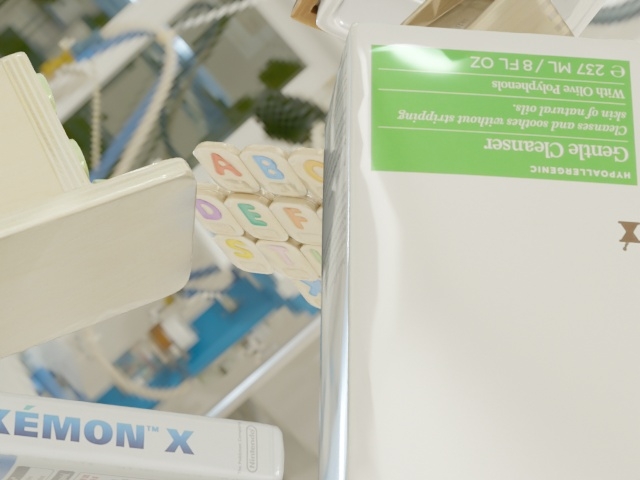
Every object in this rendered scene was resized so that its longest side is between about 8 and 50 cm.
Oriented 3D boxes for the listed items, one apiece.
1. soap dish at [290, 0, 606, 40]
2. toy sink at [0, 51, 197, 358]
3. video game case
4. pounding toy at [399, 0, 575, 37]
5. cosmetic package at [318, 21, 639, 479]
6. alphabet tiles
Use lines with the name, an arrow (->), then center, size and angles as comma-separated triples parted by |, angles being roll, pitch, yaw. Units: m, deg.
soap dish -> 0.144, -0.279, 1.498 | 0.291, 0.229, 0.118 | 16, 39, -28
toy sink -> -0.214, -0.017, 0.952 | 0.131, 0.234, 0.153 | 61, -20, 25
video game case -> -0.219, 0.144, 0.794 | 0.300, 0.329, 0.036 | 10, 63, -22
pounding toy -> 0.122, -0.147, 1.237 | 0.100, 0.141, 0.130 | 49, -7, -26
cosmetic package -> 0.100, 0.066, 0.907 | 0.155, 0.197, 0.365 | 107, -17, -68
alphabet tiles -> 0.000, 0.000, 1.463 | 0.284, 0.021, 0.278 | 6, -33, 35
